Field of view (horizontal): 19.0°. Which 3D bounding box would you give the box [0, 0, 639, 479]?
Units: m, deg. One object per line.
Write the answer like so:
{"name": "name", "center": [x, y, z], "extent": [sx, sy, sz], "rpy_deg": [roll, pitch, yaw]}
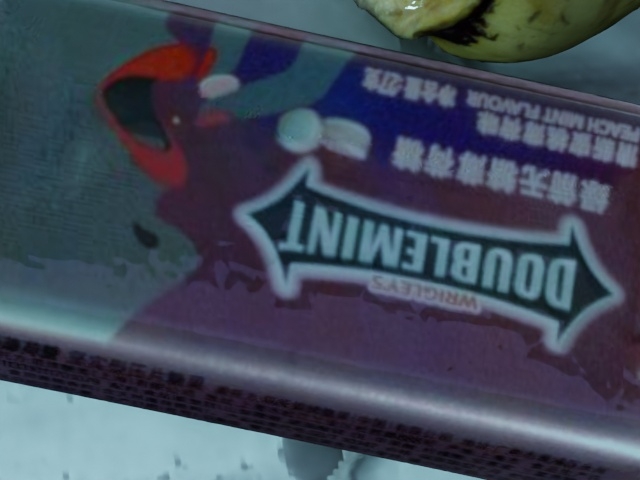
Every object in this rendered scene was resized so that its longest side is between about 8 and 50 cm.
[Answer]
{"name": "box", "center": [0.000, 0.000, 0.564], "extent": [0.224, 0.069, 0.120], "rpy_deg": [11, 67, -5]}

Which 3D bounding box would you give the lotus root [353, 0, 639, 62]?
{"name": "lotus root", "center": [0.078, -0.134, 0.607], "extent": [0.125, 0.118, 0.221], "rpy_deg": [47, 48, -6]}
